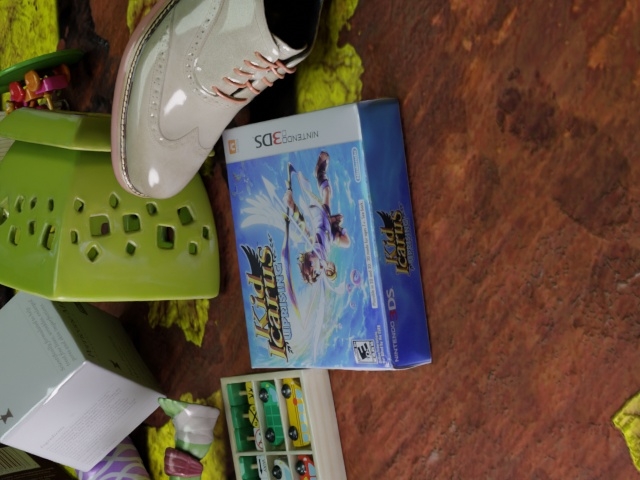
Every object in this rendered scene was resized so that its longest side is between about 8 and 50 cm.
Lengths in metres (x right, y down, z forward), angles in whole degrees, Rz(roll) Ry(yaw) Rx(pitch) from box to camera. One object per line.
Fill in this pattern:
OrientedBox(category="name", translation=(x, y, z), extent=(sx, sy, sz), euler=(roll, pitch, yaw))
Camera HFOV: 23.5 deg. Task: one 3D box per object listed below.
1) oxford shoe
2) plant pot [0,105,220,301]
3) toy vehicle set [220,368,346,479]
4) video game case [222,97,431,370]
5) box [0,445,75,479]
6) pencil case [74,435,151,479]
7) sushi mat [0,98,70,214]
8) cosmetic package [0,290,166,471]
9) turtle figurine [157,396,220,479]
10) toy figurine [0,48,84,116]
OrientedBox(category="oxford shoe", translation=(-0.097, -0.198, 1.599), extent=(0.146, 0.140, 0.397), euler=(40, 115, 34))
OrientedBox(category="plant pot", translation=(-0.260, -0.047, 1.815), extent=(0.227, 0.228, 0.207), euler=(12, 98, 51))
OrientedBox(category="toy vehicle set", translation=(-0.033, 0.277, 1.722), extent=(0.166, 0.035, 0.267), euler=(-14, 85, 53))
OrientedBox(category="video game case", translation=(0.000, 0.000, 1.611), extent=(0.244, 0.061, 0.269), euler=(-6, 92, 54))
OrientedBox(category="box", translation=(-0.451, 0.420, 2.182), extent=(0.167, 0.168, 0.203), euler=(28, 118, 46))
OrientedBox(category="pencil case", translation=(-0.290, 0.276, 2.025), extent=(0.206, 0.086, 0.088), euler=(56, 169, 31))
OrientedBox(category="sushi mat", translation=(-0.431, -0.112, 2.184), extent=(0.316, 0.019, 0.151), euler=(-2, 94, 52))
OrientedBox(category="cosmetic package", translation=(-0.323, 0.170, 1.919), extent=(0.151, 0.184, 0.151), euler=(-43, 58, 7))
OrientedBox(category="turtle figurine", translation=(-0.213, 0.315, 1.782), extent=(0.275, 0.198, 0.266), euler=(4, 77, 29))
OrientedBox(category="toy figurine", translation=(-0.357, -0.147, 2.008), extent=(0.173, 0.130, 0.159), euler=(-18, 91, 50))
